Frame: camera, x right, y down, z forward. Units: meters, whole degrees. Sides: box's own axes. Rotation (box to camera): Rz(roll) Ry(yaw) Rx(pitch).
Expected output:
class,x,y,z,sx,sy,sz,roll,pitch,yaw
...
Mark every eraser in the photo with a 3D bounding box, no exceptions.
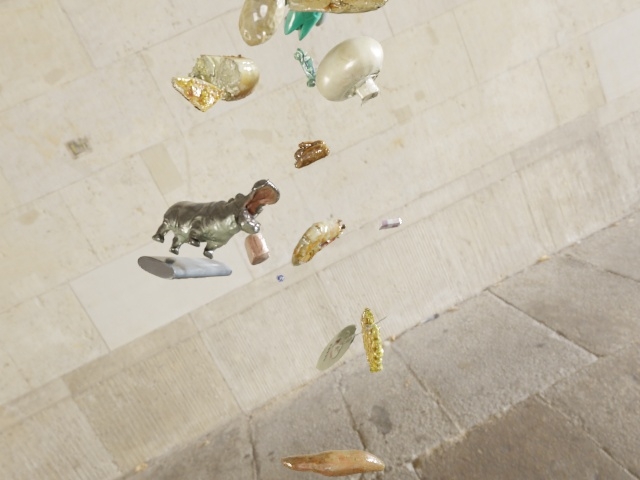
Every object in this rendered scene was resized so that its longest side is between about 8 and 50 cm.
class,x,y,z,sx,sy,sz,roll,pitch,yaw
eraser,0.332,-0.079,2.381,0.105,0.026,0.065,-8,-17,-11

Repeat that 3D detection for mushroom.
class,x,y,z,sx,sy,sz,roll,pitch,yaw
mushroom,0.111,-0.549,1.638,0.246,0.202,0.246,-38,2,2

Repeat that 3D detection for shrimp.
class,x,y,z,sx,sy,sz,roll,pitch,yaw
shrimp,-0.001,-0.001,1.498,0.294,0.062,0.154,-23,-32,-54

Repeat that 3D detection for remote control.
class,x,y,z,sx,sy,sz,roll,pitch,yaw
remote control,-0.357,0.074,1.360,0.107,0.044,0.377,16,1,11

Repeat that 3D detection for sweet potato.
class,x,y,z,sx,sy,sz,roll,pitch,yaw
sweet potato,0.031,0.533,1.187,0.255,0.058,0.078,1,-15,-3

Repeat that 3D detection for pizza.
class,x,y,z,sx,sy,sz,roll,pitch,yaw
pizza,-0.362,-0.441,1.486,0.041,0.178,0.131,-46,40,36

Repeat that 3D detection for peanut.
class,x,y,z,sx,sy,sz,roll,pitch,yaw
peanut,-0.157,-0.690,1.390,0.120,0.298,0.136,16,-5,-39

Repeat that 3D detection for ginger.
class,x,y,z,sx,sy,sz,roll,pitch,yaw
ginger,-0.046,-0.364,2.020,0.162,0.073,0.103,-25,50,7

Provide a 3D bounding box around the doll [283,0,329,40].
class,x,y,z,sx,sy,sz,roll,pitch,yaw
doll,-0.027,-0.767,1.576,0.258,0.195,0.153,-27,45,25

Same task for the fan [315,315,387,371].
class,x,y,z,sx,sy,sz,roll,pitch,yaw
fan,0.091,0.303,1.535,0.329,0.009,0.191,-40,12,39

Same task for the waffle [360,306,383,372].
class,x,y,z,sx,sy,sz,roll,pitch,yaw
waffle,0.206,0.397,1.987,0.051,0.291,0.291,-9,13,-4

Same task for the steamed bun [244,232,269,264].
class,x,y,z,sx,sy,sz,roll,pitch,yaw
steamed bun,-0.309,0.035,2.427,0.106,0.145,0.175,-15,-13,-18

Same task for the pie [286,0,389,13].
class,x,y,z,sx,sy,sz,roll,pitch,yaw
pie,0.045,-0.647,1.292,0.282,0.129,0.068,13,-5,21

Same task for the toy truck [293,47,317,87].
class,x,y,z,sx,sy,sz,roll,pitch,yaw
toy truck,-0.042,-0.660,1.877,0.078,0.154,0.080,-25,18,4

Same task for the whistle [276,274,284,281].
class,x,y,z,sx,sy,sz,roll,pitch,yaw
whistle,-0.165,0.158,2.044,0.029,0.033,0.083,-26,4,-16

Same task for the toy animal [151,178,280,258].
class,x,y,z,sx,sy,sz,roll,pitch,yaw
toy animal,-0.258,-0.045,1.234,0.343,0.106,0.168,-10,52,27

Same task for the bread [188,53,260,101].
class,x,y,z,sx,sy,sz,roll,pitch,yaw
bread,-0.354,-0.643,1.941,0.314,0.171,0.192,20,29,33
